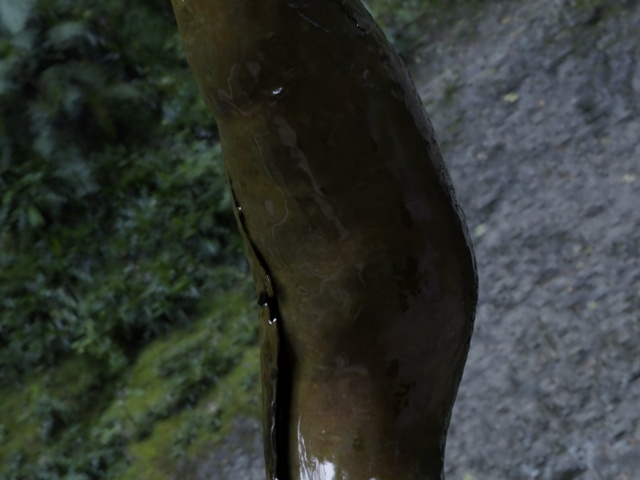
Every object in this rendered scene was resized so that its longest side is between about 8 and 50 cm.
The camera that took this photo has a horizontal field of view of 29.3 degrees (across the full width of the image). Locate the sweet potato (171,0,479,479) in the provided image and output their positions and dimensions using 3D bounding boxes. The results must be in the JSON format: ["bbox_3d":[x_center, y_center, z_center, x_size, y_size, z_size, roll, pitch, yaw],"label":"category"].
[{"bbox_3d":[0.006,-0.001,0.434,0.085,0.286,0.112,-4,16,23],"label":"sweet potato"}]
